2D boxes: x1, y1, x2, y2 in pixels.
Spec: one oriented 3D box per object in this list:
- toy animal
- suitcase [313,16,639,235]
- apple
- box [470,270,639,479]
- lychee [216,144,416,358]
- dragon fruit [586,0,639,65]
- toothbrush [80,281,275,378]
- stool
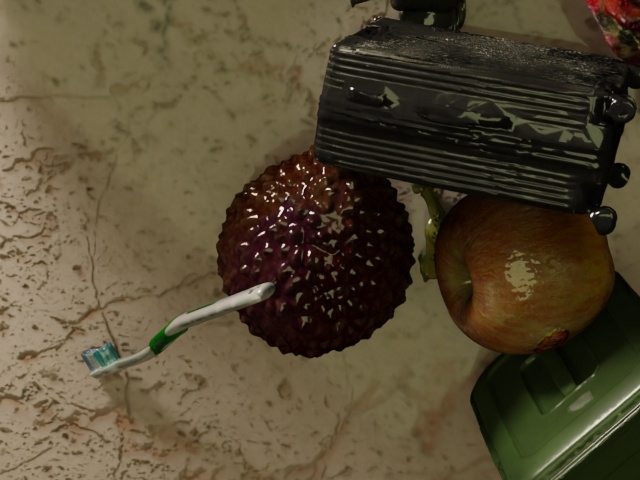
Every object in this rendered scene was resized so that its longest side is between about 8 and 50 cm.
[{"bbox_3d":[0.198,-0.034,1.761,0.181,0.073,0.136,-19,108,-6],"label":"toy animal"},{"bbox_3d":[0.178,-0.135,1.552,0.335,0.229,0.152,12,109,13],"label":"suitcase"},{"bbox_3d":[0.238,0.029,1.644,0.188,0.211,0.211,-10,101,-18],"label":"apple"},{"bbox_3d":[0.334,0.209,1.672,0.253,0.329,0.178,-41,105,10],"label":"box"},{"bbox_3d":[0.000,0.000,1.661,0.271,0.271,0.271,1,101,3],"label":"lychee"},{"bbox_3d":[0.376,-0.292,1.637,0.211,0.282,0.147,25,128,-34],"label":"dragon fruit"},{"bbox_3d":[-0.176,0.113,1.690,0.418,0.042,0.040,-22,100,50],"label":"toothbrush"},{"bbox_3d":[0.100,-0.325,1.658,0.139,0.153,0.228,-3,101,4],"label":"stool"}]
